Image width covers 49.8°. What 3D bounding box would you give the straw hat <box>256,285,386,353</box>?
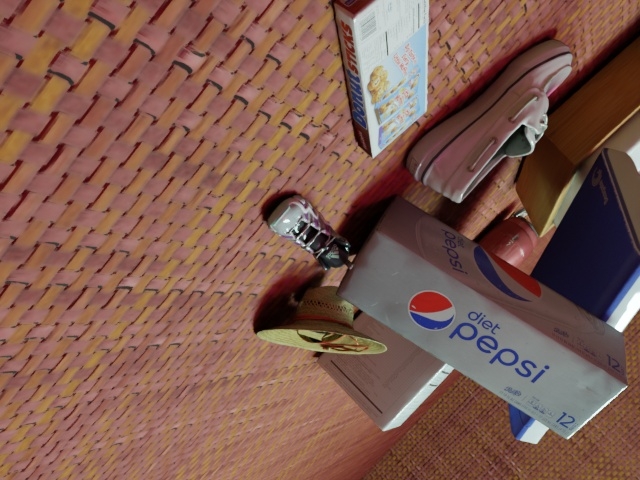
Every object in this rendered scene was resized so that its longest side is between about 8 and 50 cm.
[{"bbox_3d":[0.005,0.081,0.741,0.144,0.145,0.061,58,37,-69],"label":"straw hat"}]

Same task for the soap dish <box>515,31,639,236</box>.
[{"bbox_3d":[0.416,-0.157,0.991,0.291,0.118,0.229,-40,159,-11],"label":"soap dish"}]

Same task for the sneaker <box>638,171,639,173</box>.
[{"bbox_3d":[0.574,-0.200,1.232,0.125,0.104,0.261,-23,151,-49],"label":"sneaker"}]

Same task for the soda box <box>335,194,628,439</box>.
[{"bbox_3d":[0.168,0.077,0.717,0.098,0.286,0.091,-60,178,34],"label":"soda box"}]

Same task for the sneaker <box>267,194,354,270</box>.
[{"bbox_3d":[0.000,0.000,0.573,0.038,0.069,0.098,-49,159,11],"label":"sneaker"}]

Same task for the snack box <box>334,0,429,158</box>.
[{"bbox_3d":[0.049,-0.125,0.494,0.064,0.022,0.178,-42,159,-9],"label":"snack box"}]

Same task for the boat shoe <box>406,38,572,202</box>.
[{"bbox_3d":[0.190,-0.115,0.703,0.226,0.076,0.083,-40,159,-13],"label":"boat shoe"}]

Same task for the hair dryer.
[{"bbox_3d":[0.319,0.037,1.231,0.294,0.080,0.223,-27,154,-38],"label":"hair dryer"}]

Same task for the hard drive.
[{"bbox_3d":[0.308,0.073,0.853,0.210,0.040,0.318,-78,-177,-50],"label":"hard drive"}]

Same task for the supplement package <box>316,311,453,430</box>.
[{"bbox_3d":[0.138,0.135,0.990,0.244,0.139,0.134,-46,161,3],"label":"supplement package"}]
